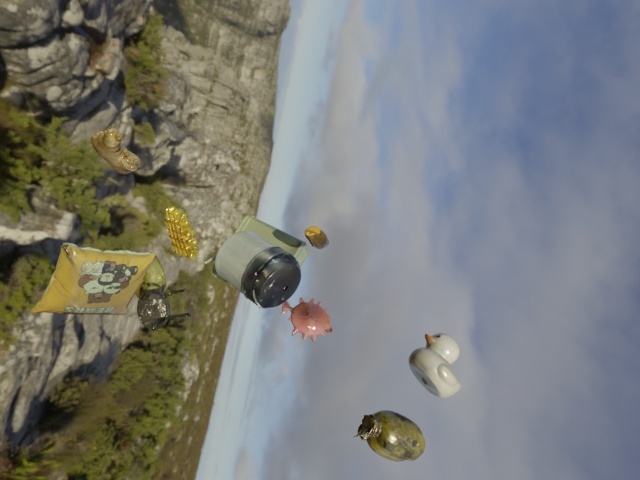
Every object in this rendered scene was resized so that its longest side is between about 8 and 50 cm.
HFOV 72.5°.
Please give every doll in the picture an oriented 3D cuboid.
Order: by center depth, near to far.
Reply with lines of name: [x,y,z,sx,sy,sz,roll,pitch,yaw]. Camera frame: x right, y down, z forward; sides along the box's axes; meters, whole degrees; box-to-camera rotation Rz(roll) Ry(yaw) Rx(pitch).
doll: [0.481,0.491,1.755,0.250,0.221,0.221,56,-17,5]
doll: [-0.060,0.356,2.011,0.093,0.262,0.211,100,12,-53]

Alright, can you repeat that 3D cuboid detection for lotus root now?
lotus root: [0.221,0.623,1.413,0.154,0.278,0.153,-44,-151,33]

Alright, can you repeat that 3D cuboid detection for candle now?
candle: [-0.247,0.089,1.598,0.343,0.222,0.221,31,-64,36]

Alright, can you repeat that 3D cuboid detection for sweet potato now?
sweet potato: [0.000,0.000,1.793,0.244,0.077,0.076,42,55,-66]

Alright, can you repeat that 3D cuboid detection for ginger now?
ginger: [-0.670,-0.292,1.401,0.213,0.138,0.074,91,8,-69]

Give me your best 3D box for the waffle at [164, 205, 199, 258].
waffle: [-0.589,-0.032,1.866,0.219,0.057,0.229,15,-58,47]

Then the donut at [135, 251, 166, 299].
donut: [-0.907,0.196,2.279,0.272,0.107,0.271,14,-70,44]

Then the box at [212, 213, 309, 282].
box: [-0.288,0.097,2.168,0.351,0.344,0.177,-61,162,-17]

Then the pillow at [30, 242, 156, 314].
pillow: [-0.748,0.142,1.461,0.312,0.310,0.119,-53,-125,22]

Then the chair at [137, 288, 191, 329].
chair: [-0.675,0.289,1.888,0.149,0.214,0.174,156,-76,-69]
